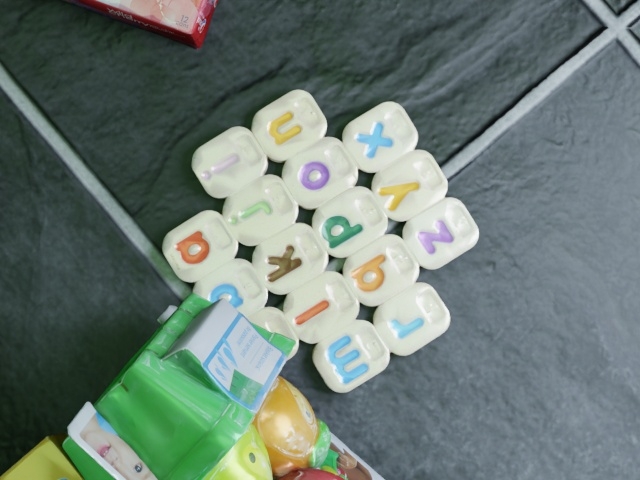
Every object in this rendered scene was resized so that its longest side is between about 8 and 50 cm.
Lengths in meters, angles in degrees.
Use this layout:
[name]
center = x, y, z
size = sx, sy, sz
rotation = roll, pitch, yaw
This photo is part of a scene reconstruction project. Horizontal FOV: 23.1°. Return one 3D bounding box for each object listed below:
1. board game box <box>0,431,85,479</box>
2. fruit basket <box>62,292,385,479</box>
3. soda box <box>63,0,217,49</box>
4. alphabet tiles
[board game box]
center = -0.323, 0.299, 1.426
size = 0.316, 0.242, 0.064
rotation = -40, 85, -2
[fruit basket]
center = -0.033, 0.209, 1.372
size = 0.353, 0.327, 0.165
rotation = 36, 110, 0
[soda box]
center = -0.229, -0.277, 1.538
size = 0.263, 0.083, 0.092
rotation = 19, 87, 3
[alphabet tiles]
center = 0.000, 0.000, 1.546
size = 0.278, 0.021, 0.284
rotation = -32, 86, -1
